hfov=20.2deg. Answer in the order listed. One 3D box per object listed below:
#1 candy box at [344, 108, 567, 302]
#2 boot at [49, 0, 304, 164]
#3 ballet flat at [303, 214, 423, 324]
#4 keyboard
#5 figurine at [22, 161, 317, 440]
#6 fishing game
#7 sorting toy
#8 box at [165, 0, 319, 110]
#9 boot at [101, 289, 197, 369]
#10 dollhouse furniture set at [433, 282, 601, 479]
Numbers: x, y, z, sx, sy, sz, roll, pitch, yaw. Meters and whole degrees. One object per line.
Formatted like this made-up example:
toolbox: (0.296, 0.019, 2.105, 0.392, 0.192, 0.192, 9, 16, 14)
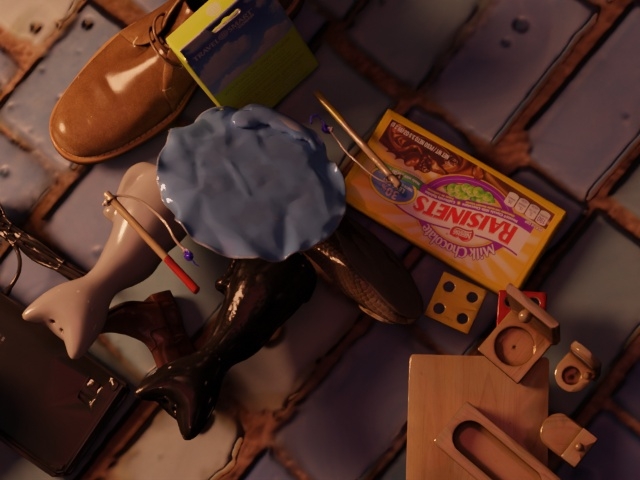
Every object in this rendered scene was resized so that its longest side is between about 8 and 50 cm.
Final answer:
candy box: (0.127, -0.034, 1.758, 0.206, 0.027, 0.105, 31, 88, 12)
boot: (-0.154, -0.195, 1.782, 0.305, 0.115, 0.112, -39, 79, 0)
ballet flat: (0.000, 0.000, 1.749, 0.250, 0.084, 0.058, 43, 115, 15)
keyboard: (-0.323, 0.072, 1.795, 0.317, 0.033, 0.201, 35, 91, 11)
figurine: (-0.146, 0.058, 1.699, 0.215, 0.092, 0.209, 33, 60, 8)
fishing game: (-0.068, -0.051, 1.701, 0.264, 0.041, 0.189, -32, 66, -31)
sorting toy: (0.150, 0.169, 1.706, 0.132, 0.046, 0.275, 1, 80, 8)
box: (-0.076, -0.186, 1.734, 0.109, 0.178, 0.042, -43, 61, -2)
boot: (-0.164, 0.113, 1.746, 0.106, 0.037, 0.114, -19, 78, -29)
dollhouse furniture set: (0.180, 0.149, 1.618, 0.144, 0.123, 0.151, 40, 87, 13)
